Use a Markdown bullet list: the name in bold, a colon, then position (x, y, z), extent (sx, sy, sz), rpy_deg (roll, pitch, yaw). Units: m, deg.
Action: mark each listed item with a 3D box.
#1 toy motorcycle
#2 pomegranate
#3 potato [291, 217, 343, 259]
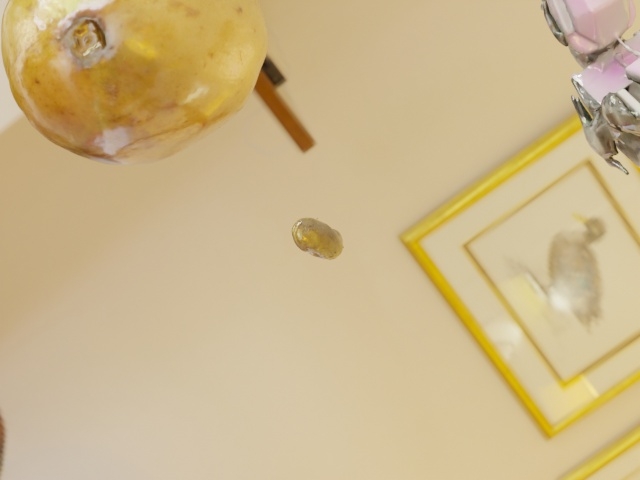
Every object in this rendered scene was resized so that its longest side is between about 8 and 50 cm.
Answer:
- **toy motorcycle**: position (0.328, -0.173, 1.161), extent (0.327, 0.143, 0.188), rpy_deg (57, -7, 10)
- **pomegranate**: position (-0.205, -0.216, 1.249), extent (0.307, 0.307, 0.307), rpy_deg (52, 5, -6)
- **potato**: position (0.000, 0.000, 1.482), extent (0.046, 0.045, 0.092), rpy_deg (38, 7, 40)
